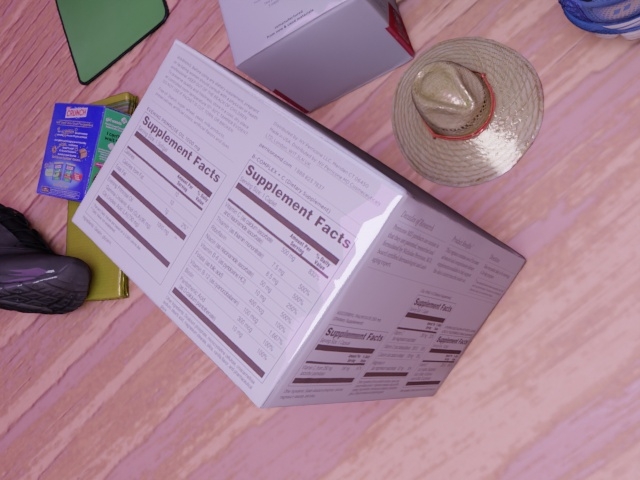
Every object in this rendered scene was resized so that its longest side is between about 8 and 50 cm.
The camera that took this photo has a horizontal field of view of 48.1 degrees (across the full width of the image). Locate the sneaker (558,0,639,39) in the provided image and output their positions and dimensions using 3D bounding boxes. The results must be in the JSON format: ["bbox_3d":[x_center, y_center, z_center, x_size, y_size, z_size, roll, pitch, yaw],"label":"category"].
[{"bbox_3d":[0.253,-0.279,0.434,0.130,0.147,0.330,36,117,20],"label":"sneaker"}]

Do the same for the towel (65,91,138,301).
[{"bbox_3d":[-0.254,-0.048,0.827,0.102,0.021,0.237,-7,78,34],"label":"towel"}]

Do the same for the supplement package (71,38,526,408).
[{"bbox_3d":[0.000,0.000,0.532,0.204,0.262,0.145,38,99,29],"label":"supplement package"}]

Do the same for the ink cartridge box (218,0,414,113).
[{"bbox_3d":[-0.014,-0.237,0.664,0.127,0.128,0.176,-24,69,24],"label":"ink cartridge box"}]

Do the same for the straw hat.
[{"bbox_3d":[0.111,-0.120,0.610,0.145,0.061,0.144,-6,77,28],"label":"straw hat"}]

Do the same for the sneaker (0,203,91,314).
[{"bbox_3d":[-0.370,0.016,0.826,0.286,0.109,0.130,1,73,32],"label":"sneaker"}]

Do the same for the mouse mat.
[{"bbox_3d":[-0.266,-0.302,0.888,0.153,0.007,0.189,-31,68,21],"label":"mouse mat"}]

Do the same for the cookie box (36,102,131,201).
[{"bbox_3d":[-0.266,-0.097,0.804,0.092,0.040,0.107,11,89,35],"label":"cookie box"}]
